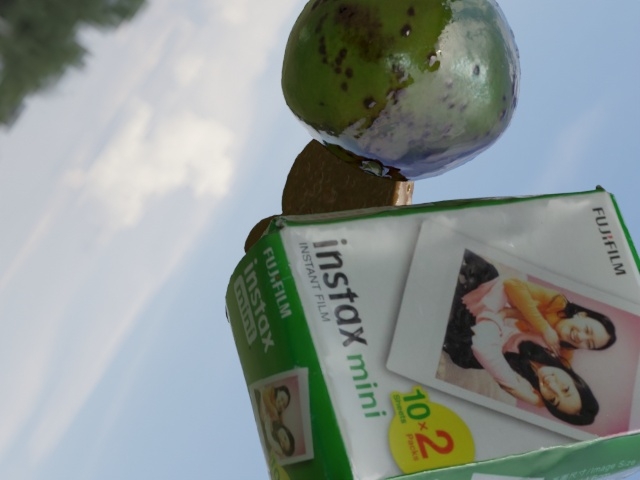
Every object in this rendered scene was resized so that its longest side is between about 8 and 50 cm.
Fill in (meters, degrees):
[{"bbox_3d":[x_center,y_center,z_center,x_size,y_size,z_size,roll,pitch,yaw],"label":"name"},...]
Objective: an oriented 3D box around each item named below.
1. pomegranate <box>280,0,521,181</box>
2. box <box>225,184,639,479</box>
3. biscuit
[{"bbox_3d":[0.100,-0.192,1.879,0.286,0.231,0.231,-56,-169,11],"label":"pomegranate"},{"bbox_3d":[0.078,0.070,1.150,0.103,0.250,0.180,-51,-128,54],"label":"box"},{"bbox_3d":[0.001,0.000,2.067,0.288,0.044,0.202,-57,-142,19],"label":"biscuit"}]
